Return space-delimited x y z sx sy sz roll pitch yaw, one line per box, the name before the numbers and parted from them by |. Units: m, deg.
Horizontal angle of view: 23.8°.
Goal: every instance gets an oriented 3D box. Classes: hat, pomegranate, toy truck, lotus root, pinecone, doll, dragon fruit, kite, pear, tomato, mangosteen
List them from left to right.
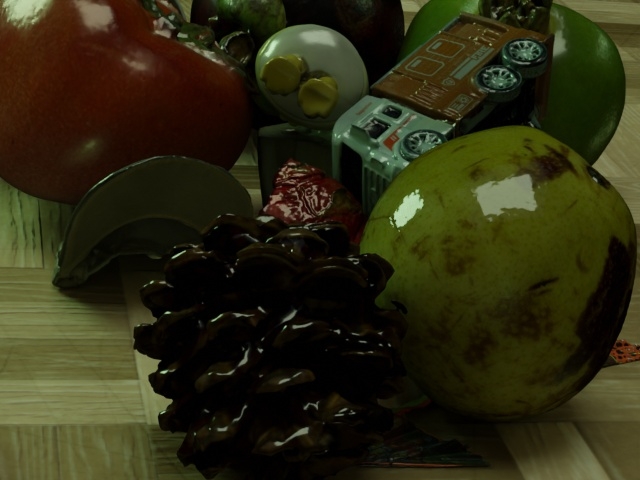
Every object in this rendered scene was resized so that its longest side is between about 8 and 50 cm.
tomato | -0.255 -0.168 1.800 0.341 0.273 0.341 39 12 -10
hat | -0.178 -0.038 1.632 0.214 0.245 0.149 1 45 -19
mangosteen | -0.052 -0.274 2.085 0.306 0.306 0.359 19 41 25
pinecone | -0.032 0.100 1.303 0.243 0.243 0.257 -10 49 -34
doll | -0.006 -0.185 1.821 0.141 0.117 0.296 26 -1 4
dragon fruit | 0.000 0.001 1.644 0.127 0.161 0.120 1 20 14
lotus root | 0.039 -0.078 1.872 0.234 0.119 0.138 12 24 16
kite | 0.043 0.170 1.435 0.241 0.014 0.183 24 28 36
toy truck | 0.134 -0.137 1.743 0.162 0.136 0.305 27 50 28
pear | 0.171 0.032 1.441 0.283 0.284 0.283 6 23 -2
pomegranate | 0.235 -0.197 1.974 0.309 0.358 0.216 19 69 13
kite | 0.256 0.119 1.620 0.222 0.008 0.125 12 26 13

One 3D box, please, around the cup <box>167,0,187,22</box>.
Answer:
cup | -0.324 -0.265 2.098 0.221 0.167 0.202 -34 22 -32
